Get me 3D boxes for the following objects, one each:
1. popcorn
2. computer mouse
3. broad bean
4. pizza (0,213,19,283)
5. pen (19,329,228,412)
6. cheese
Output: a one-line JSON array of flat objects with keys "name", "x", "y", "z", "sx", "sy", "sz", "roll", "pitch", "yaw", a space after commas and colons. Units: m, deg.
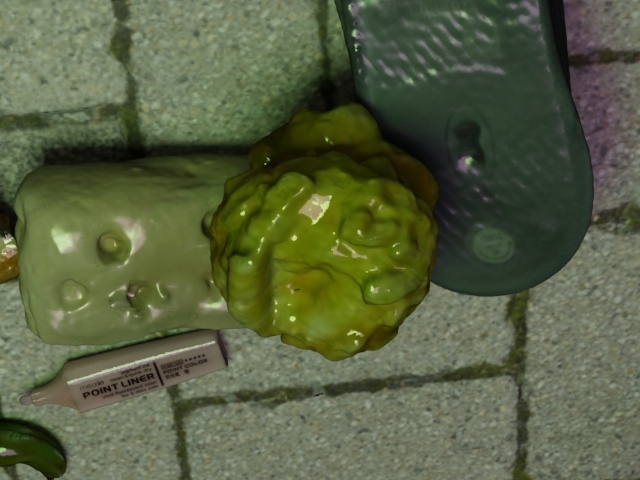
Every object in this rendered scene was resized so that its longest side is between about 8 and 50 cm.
[{"name": "popcorn", "x": 0.003, "y": -0.002, "z": 1.309, "sx": 0.197, "sy": 0.155, "sz": 0.197, "roll": 5, "pitch": 125, "yaw": 7}, {"name": "computer mouse", "x": 0.117, "y": -0.126, "z": 1.344, "sx": 0.188, "sy": 0.122, "sz": 0.371, "roll": -6, "pitch": 125, "yaw": 12}, {"name": "broad bean", "x": -0.347, "y": 0.203, "z": 1.572, "sx": 0.213, "sy": 0.048, "sz": 0.070, "roll": 3, "pitch": 123, "yaw": -10}, {"name": "pizza", "x": -0.335, "y": -0.040, "z": 1.399, "sx": 0.154, "sy": 0.069, "sz": 0.194, "roll": -8, "pitch": 118, "yaw": 1}, {"name": "pen", "x": -0.185, "y": 0.124, "z": 1.543, "sx": 0.197, "sy": 0.032, "sz": 0.053, "roll": -16, "pitch": 124, "yaw": 4}, {"name": "cheese", "x": -0.125, "y": 0.009, "z": 1.409, "sx": 0.263, "sy": 0.093, "sz": 0.159, "roll": -7, "pitch": 120, "yaw": -17}]
